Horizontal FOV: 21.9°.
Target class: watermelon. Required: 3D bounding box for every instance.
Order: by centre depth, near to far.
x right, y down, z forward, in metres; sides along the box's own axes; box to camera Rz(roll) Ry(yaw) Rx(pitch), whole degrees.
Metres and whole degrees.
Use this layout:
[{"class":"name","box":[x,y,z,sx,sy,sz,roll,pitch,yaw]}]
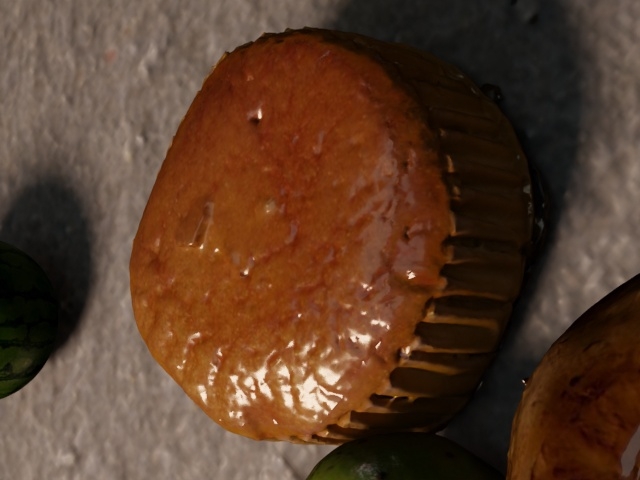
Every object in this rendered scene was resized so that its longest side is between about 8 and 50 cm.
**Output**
[{"class":"watermelon","box":[-0.200,0.047,0.923,0.109,0.109,0.109,-4,84,38]}]

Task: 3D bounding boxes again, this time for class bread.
[{"class":"bread","box":[-0.001,0.000,0.769,0.199,0.104,0.199,-3,85,36]}]

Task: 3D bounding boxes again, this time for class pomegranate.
[{"class":"pomegranate","box":[0.043,0.144,0.704,0.115,0.114,0.142,-70,22,11]}]

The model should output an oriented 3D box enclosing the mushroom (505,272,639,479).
[{"class":"mushroom","box":[0.164,0.088,0.607,0.231,0.138,0.194,5,89,39]}]
